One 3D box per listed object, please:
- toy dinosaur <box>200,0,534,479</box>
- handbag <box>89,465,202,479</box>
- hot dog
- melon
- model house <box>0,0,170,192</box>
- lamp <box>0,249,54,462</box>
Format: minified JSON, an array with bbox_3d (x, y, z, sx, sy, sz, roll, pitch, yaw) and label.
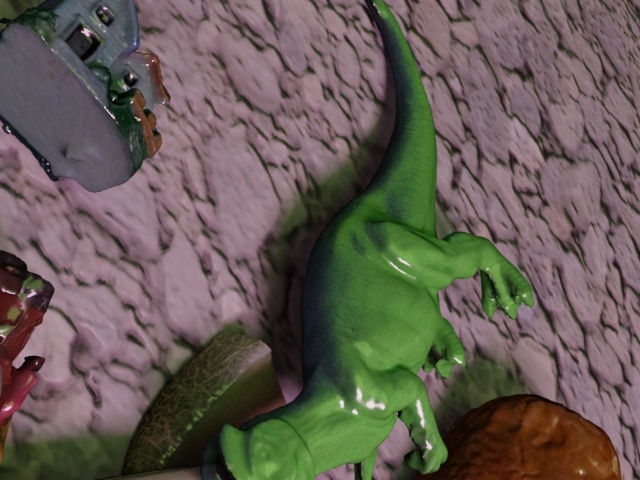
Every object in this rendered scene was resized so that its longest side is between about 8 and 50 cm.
[{"bbox_3d":[0.000,0.000,0.866,0.374,0.144,0.500,-7,72,-43],"label":"toy dinosaur"},{"bbox_3d":[-0.109,0.284,0.726,0.315,0.109,0.241,9,86,-40],"label":"handbag"},{"bbox_3d":[0.168,0.278,0.897,0.196,0.122,0.272,25,55,9],"label":"hot dog"},{"bbox_3d":[-0.103,0.162,0.804,0.182,0.054,0.098,-37,120,-36],"label":"melon"},{"bbox_3d":[-0.171,-0.139,0.762,0.148,0.119,0.149,46,50,-22],"label":"model house"},{"bbox_3d":[-0.263,0.123,0.637,0.118,0.118,0.253,36,61,-28],"label":"lamp"}]
